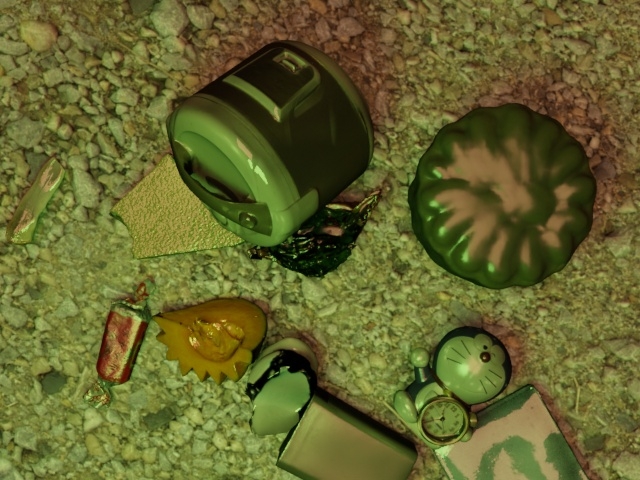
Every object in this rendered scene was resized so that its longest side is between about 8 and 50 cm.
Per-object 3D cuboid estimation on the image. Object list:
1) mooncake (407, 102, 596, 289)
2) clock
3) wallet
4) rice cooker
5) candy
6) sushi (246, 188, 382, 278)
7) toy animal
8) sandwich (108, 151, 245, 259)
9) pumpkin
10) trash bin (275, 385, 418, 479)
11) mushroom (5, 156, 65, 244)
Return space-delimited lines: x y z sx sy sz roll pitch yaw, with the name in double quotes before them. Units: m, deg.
"mooncake" 0.352 -0.083 1.467 0.356 0.194 0.357 0 88 4
"clock" 0.262 0.277 1.481 0.243 0.146 0.199 -44 91 5
"wallet" 0.393 0.473 1.510 0.251 0.054 0.291 -31 85 0
"rice cooker" -0.103 -0.178 1.395 0.325 0.335 0.335 -41 86 -24
"candy" -0.416 0.214 1.560 0.086 0.059 0.292 18 90 2
"sushi" 0.000 0.000 1.506 0.287 0.140 0.149 -15 80 3
"toy animal" -0.080 0.273 1.481 0.166 0.179 0.138 -41 104 14
"sandwich" -0.304 -0.024 1.567 0.212 0.063 0.245 -43 86 4
"pumpkin" -0.203 0.205 1.539 0.253 0.149 0.131 12 121 27
"trash bin" 0.052 0.426 1.499 0.240 0.122 0.164 30 90 1
"mushroom" -0.603 -0.083 1.590 0.059 0.054 0.202 26 84 -2
